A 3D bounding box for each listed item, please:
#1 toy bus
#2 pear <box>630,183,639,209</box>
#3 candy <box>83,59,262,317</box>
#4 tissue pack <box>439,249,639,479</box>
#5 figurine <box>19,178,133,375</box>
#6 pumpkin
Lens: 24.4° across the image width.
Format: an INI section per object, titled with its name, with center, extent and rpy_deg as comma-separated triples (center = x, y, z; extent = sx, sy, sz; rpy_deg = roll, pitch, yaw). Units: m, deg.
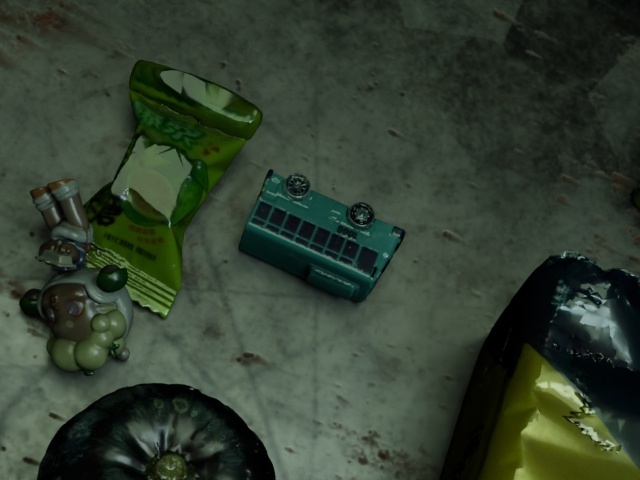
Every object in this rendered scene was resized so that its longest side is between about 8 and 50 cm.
[toy bus]
center = 0.000, 0.000, 1.574
extent = 0.160, 0.079, 0.091
rpy_deg = 24, 67, -1
[pear]
center = 0.537, -0.111, 1.673
extent = 0.282, 0.176, 0.286
rpy_deg = 31, 68, -1
[candy]
center = -0.175, -0.058, 1.566
extent = 0.149, 0.069, 0.246
rpy_deg = 25, 77, 0
[tissue pack]
center = 0.247, 0.256, 1.427
extent = 0.253, 0.264, 0.416
rpy_deg = 21, 68, -2
[figurine]
center = -0.249, 0.040, 1.486
extent = 0.093, 0.147, 0.197
rpy_deg = -31, 101, -52
[pumpkin]
center = -0.153, 0.247, 1.406
extent = 0.233, 0.163, 0.233
rpy_deg = 7, 58, -12
